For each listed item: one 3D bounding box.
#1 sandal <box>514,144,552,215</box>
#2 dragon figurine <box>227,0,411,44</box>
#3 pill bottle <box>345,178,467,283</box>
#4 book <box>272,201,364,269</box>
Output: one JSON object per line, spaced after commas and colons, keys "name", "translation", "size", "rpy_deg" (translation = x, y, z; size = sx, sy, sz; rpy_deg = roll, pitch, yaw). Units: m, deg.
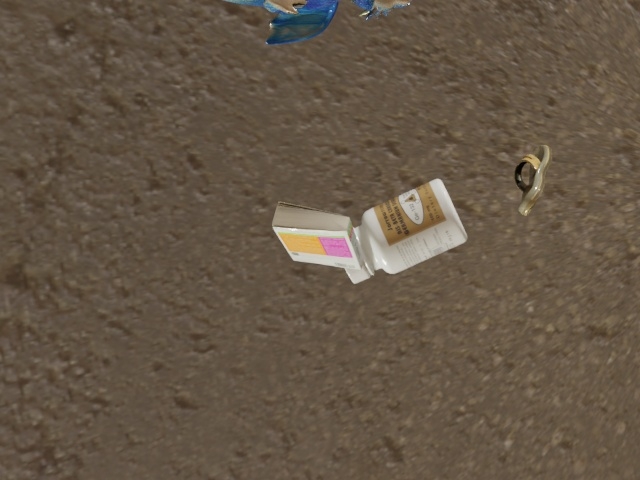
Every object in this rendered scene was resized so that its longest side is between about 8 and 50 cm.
{"name": "sandal", "translation": [0.337, -0.105, 1.711], "size": [0.049, 0.180, 0.072], "rpy_deg": [24, 129, 4]}
{"name": "dragon figurine", "translation": [-0.022, -0.251, 1.056], "size": [0.289, 0.144, 0.085], "rpy_deg": [-16, 87, -14]}
{"name": "pill bottle", "translation": [0.146, -0.012, 1.968], "size": [0.229, 0.131, 0.131], "rpy_deg": [-25, 83, 6]}
{"name": "book", "translation": [0.000, 0.000, 1.366], "size": [0.096, 0.144, 0.035], "rpy_deg": [9, 71, 12]}
